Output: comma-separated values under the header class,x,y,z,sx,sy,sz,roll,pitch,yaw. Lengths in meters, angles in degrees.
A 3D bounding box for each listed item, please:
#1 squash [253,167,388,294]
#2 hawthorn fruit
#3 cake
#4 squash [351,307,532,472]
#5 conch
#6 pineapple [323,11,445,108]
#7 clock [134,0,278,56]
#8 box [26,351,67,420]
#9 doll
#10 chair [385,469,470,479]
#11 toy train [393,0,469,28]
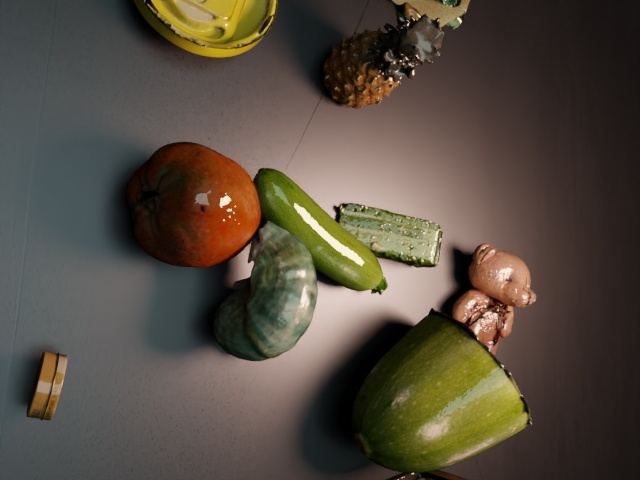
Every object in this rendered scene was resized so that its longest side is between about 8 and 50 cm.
class,x,y,z,sx,sy,sz,roll,pitch,yaw
squash,0.000,0.000,1.274,0.395,0.107,0.107,40,69,-32
hawthorn fruit,-0.197,-0.058,1.119,0.262,0.210,0.211,2,87,-57
cake,0.138,-0.010,1.411,0.235,0.099,0.100,13,82,-9
squash,0.215,0.353,1.324,0.308,0.310,0.310,-37,108,-11
conch,-0.099,0.117,1.166,0.195,0.220,0.277,-8,133,-3
pineapple,0.131,-0.353,1.272,0.157,0.278,0.158,2,86,-35
clock,-0.213,-0.467,1.181,0.277,0.071,0.294,28,63,-19
box,-0.428,0.227,1.011,0.037,0.105,0.106,17,80,-23
doll,0.412,0.170,1.508,0.201,0.156,0.304,19,83,-36
chair,0.114,0.638,1.285,0.415,0.203,0.241,-6,88,-30
toy train,0.198,-0.591,1.408,0.326,0.129,0.159,28,69,-27
